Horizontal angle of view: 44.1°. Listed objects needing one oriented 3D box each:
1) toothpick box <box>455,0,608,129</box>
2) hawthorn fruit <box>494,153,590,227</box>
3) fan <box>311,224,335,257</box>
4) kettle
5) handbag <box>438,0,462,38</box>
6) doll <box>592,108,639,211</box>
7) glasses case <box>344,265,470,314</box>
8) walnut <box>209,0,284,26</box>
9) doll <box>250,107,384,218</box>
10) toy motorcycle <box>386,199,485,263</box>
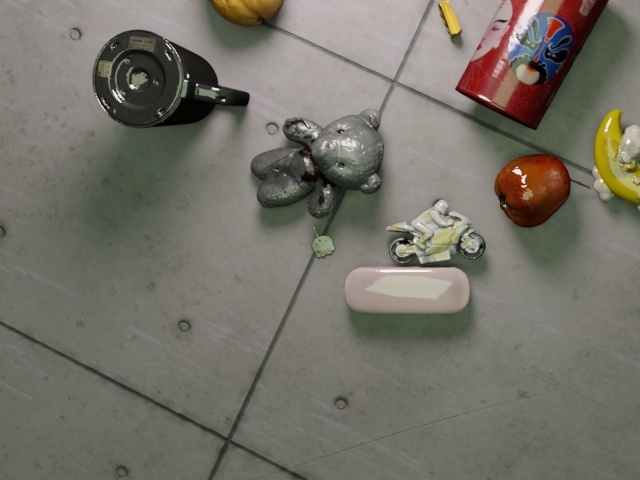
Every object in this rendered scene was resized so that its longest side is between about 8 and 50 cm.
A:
[{"bbox_3d":[0.457,-0.430,1.700,0.204,0.204,0.333,27,101,5],"label":"toothpick box"},{"bbox_3d":[0.496,-0.126,1.770,0.204,0.162,0.162,-26,93,-4],"label":"hawthorn fruit"},{"bbox_3d":[0.000,0.000,1.936,0.056,0.004,0.083,-23,93,12],"label":"fan"},{"bbox_3d":[-0.326,-0.363,1.786,0.262,0.308,0.203,-17,94,12],"label":"kettle"},{"bbox_3d":[0.292,-0.502,1.790,0.027,0.061,0.083,-23,92,8],"label":"handbag"},{"bbox_3d":[0.724,-0.184,1.739,0.237,0.111,0.252,10,101,24],"label":"doll"},{"bbox_3d":[0.205,0.118,1.881,0.297,0.075,0.113,0,97,9],"label":"glasses case"},{"bbox_3d":[-0.173,-0.601,1.791,0.193,0.193,0.225,-13,95,11],"label":"walnut"},{"bbox_3d":[-0.013,-0.176,1.836,0.341,0.158,0.245,-11,84,14],"label":"doll"},{"bbox_3d":[0.269,-0.018,1.854,0.229,0.074,0.151,-4,94,12],"label":"toy motorcycle"}]
